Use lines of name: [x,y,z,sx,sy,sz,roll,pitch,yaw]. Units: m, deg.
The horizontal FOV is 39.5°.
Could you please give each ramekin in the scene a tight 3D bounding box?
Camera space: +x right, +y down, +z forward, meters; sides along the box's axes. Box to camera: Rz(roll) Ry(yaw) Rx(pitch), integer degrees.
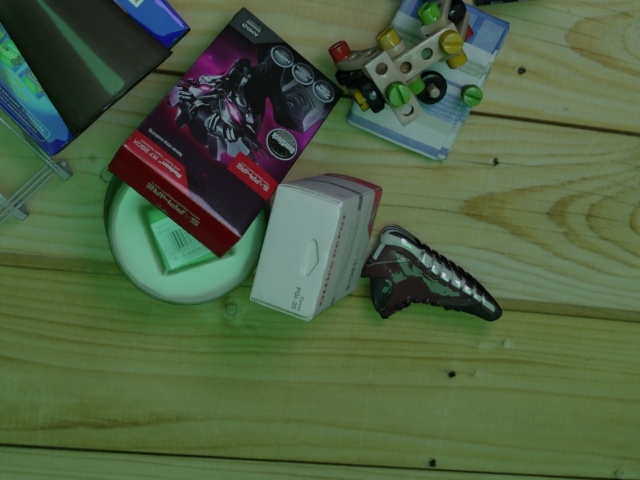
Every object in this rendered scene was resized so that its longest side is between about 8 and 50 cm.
ramekin: [-0.233,-0.033,1.572,0.303,0.148,0.304,-2,104,-8]

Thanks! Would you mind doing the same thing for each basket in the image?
basket: [-0.375,-0.311,1.357,0.204,0.154,0.227,-39,103,1]

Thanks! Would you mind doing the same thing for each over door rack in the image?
over door rack: [-0.616,-0.145,1.492,0.239,0.108,0.324,-42,127,4]

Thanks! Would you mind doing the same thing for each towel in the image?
towel: [0.192,-0.298,1.604,0.209,0.034,0.285,20,112,-13]

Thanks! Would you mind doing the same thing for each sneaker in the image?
sneaker: [0.197,0.106,1.708,0.281,0.106,0.163,35,102,-5]

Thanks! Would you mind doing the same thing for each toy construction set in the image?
toy construction set: [0.142,-0.331,1.434,0.257,0.237,0.309,-7,116,0]

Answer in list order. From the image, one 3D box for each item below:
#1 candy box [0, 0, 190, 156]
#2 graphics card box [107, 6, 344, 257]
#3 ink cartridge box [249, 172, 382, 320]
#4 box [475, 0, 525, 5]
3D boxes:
candy box: [-0.419,-0.344,1.479,0.317,0.122,0.268,-42,105,4]
graphics card box: [-0.144,-0.184,1.463,0.232,0.094,0.371,39,56,-9]
ink cartridge box: [0.000,0.000,1.538,0.117,0.283,0.207,18,102,15]
box: [0.326,-0.537,1.492,0.060,0.216,0.270,-17,106,-22]
